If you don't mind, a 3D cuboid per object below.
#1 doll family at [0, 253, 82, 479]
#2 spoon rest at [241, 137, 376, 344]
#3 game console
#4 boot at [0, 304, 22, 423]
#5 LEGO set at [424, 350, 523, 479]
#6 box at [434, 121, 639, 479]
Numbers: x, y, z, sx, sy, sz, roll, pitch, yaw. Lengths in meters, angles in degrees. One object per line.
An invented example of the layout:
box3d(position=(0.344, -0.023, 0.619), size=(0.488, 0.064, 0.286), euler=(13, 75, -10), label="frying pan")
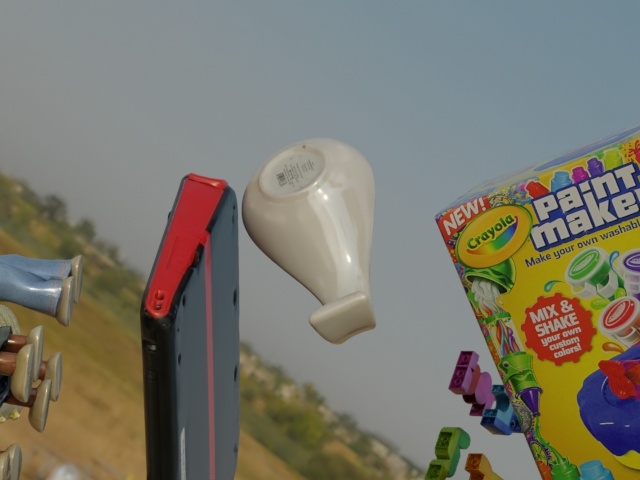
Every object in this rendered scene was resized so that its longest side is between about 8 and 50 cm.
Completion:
box3d(position=(-0.165, 0.041, 0.589), size=(0.111, 0.076, 0.193), euler=(7, 13, -1), label="doll family")
box3d(position=(0.000, 0.000, 1.359), size=(0.276, 0.137, 0.084), euler=(-107, 171, -50), label="spoon rest")
box3d(position=(-0.134, 0.156, 1.448), size=(0.060, 0.386, 0.342), euler=(3, 26, 6), label="game console")
box3d(position=(-0.289, 0.148, 1.110), size=(0.077, 0.213, 0.165), euler=(7, -5, 11), label="boot")
box3d(position=(0.175, 0.239, 1.535), size=(0.087, 0.227, 0.093), euler=(-4, -34, 45), label="LEGO set")
box3d(position=(0.293, 0.041, 1.187), size=(0.279, 0.290, 0.177), euler=(67, 23, -3), label="box")
